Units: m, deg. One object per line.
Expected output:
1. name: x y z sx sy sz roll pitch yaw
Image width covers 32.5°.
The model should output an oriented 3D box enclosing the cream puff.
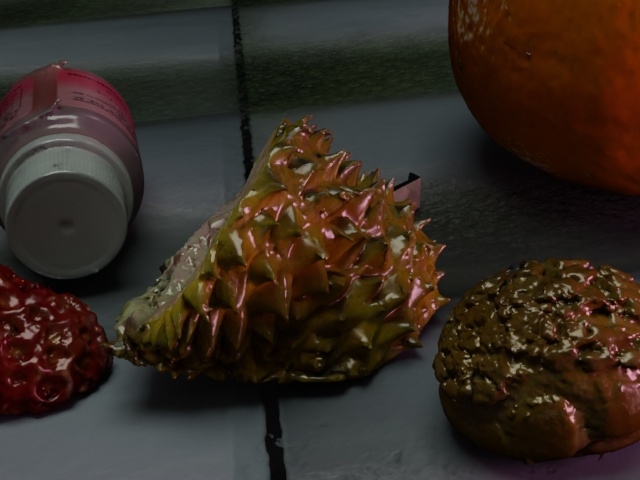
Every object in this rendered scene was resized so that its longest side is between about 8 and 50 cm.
1. cream puff: 0.152 0.070 0.714 0.165 0.115 0.150 -20 27 -26

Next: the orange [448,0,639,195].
1. orange: 0.323 -0.232 1.053 0.424 0.326 0.424 -5 28 2

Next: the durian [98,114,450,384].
1. durian: 0.004 0.011 0.840 0.196 0.185 0.305 37 33 -2

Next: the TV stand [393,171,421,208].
1. TV stand: 0.007 -0.001 0.965 0.042 0.036 0.249 21 36 39

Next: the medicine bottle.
1. medicine bottle: -0.235 -0.063 1.010 0.147 0.147 0.247 -9 28 -9

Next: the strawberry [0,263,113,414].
1. strawberry: -0.276 0.053 0.822 0.237 0.111 0.190 2 25 10
